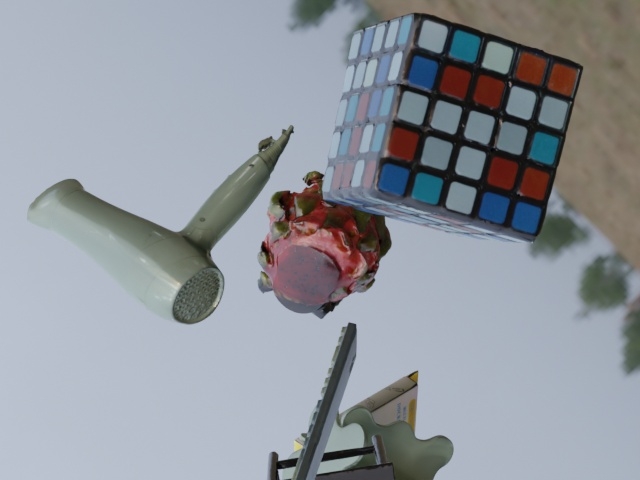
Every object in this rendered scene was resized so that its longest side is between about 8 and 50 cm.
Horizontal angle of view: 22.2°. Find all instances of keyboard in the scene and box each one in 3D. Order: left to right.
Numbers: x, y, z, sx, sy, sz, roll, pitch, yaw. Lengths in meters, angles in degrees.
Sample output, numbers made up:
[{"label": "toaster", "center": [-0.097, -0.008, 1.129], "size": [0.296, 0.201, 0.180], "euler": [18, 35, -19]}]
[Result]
[{"label": "keyboard", "center": [-0.005, 0.143, 1.118], "size": [0.014, 0.176, 0.055], "euler": [17, 154, 6]}]

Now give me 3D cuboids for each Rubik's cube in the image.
[{"label": "Rubik's cube", "center": [0.123, -0.106, 1.605], "size": [0.184, 0.187, 0.182], "euler": [13, 178, -18]}]

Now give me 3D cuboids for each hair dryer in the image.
[{"label": "hair dryer", "center": [-0.122, -0.045, 1.515], "size": [0.206, 0.237, 0.075], "euler": [33, 151, 32]}]

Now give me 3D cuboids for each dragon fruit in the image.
[{"label": "dragon fruit", "center": [0.000, 0.000, 1.974], "size": [0.160, 0.166, 0.172], "euler": [64, -157, -16]}]

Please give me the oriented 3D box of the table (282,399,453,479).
[{"label": "table", "center": [0.078, 0.315, 2.180], "size": [0.198, 0.166, 0.166], "euler": [23, -162, -33]}]

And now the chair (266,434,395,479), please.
[{"label": "chair", "center": [0.013, 0.295, 1.623], "size": [0.260, 0.141, 0.154], "euler": [-95, -5, -83]}]

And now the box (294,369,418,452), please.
[{"label": "box", "center": [0.060, 0.287, 2.336], "size": [0.033, 0.247, 0.129], "euler": [31, 134, 38]}]
